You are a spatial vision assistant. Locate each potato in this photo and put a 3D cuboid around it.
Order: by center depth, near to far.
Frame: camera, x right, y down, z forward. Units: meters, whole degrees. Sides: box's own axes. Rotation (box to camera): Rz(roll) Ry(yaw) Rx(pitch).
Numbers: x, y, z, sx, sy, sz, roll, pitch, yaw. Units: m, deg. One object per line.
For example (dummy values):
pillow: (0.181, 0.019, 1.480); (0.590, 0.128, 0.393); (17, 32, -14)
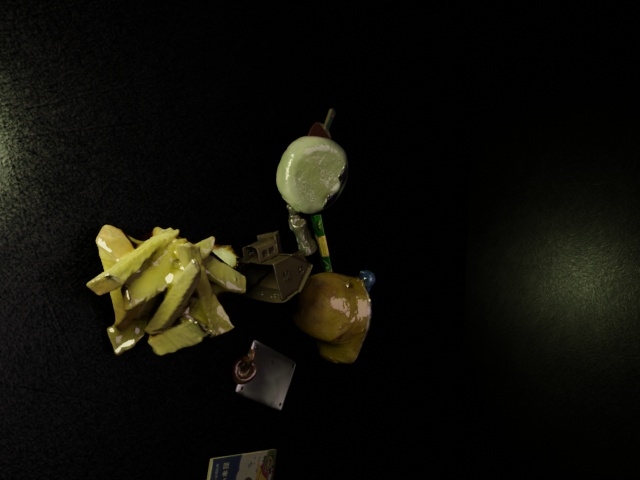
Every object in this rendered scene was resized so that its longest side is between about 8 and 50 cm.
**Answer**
potato: (-0.002, 0.294, 1.925); (0.296, 0.289, 0.396); (3, 129, -27)

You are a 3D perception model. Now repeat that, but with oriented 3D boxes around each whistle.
whistle: (0.220, 0.188, 2.305); (0.158, 0.091, 0.090); (52, 50, -40)

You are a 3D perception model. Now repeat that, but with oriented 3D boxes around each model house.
model house: (-0.140, 0.070, 1.689); (0.243, 0.212, 0.204); (-26, 112, -49)

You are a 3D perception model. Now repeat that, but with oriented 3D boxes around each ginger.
ginger: (-0.382, 0.140, 1.277); (0.414, 0.211, 0.357); (17, 80, -25)

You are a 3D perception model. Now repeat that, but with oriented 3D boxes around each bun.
bun: (-0.049, -0.253, 1.854); (0.294, 0.187, 0.292); (-11, 112, -30)

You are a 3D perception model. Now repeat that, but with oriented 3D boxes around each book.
book: (-0.267, 0.832, 1.674); (0.323, 0.018, 0.228); (21, 72, -53)

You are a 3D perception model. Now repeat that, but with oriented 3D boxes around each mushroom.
mushroom: (-0.244, 0.411, 1.652); (0.088, 0.073, 0.129); (23, 101, -13)

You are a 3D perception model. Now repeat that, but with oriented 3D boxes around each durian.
durian: (-0.335, 0.077, 1.519); (0.252, 0.144, 0.139); (-26, 89, -46)

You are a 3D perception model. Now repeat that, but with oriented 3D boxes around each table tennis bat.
table tennis bat: (0.010, -0.437, 2.071); (0.154, 0.021, 0.274); (46, 56, -44)

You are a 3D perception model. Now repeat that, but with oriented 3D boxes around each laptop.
laptop: (-0.190, 0.487, 1.786); (0.269, 0.015, 0.187); (43, 57, -45)

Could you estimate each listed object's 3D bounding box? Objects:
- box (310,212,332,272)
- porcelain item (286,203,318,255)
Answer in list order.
box: (0.000, 0.000, 1.976); (0.132, 0.034, 0.234); (-125, -158, -73)
porcelain item: (-0.078, -0.049, 1.914); (0.081, 0.069, 0.215); (-38, 115, -43)
